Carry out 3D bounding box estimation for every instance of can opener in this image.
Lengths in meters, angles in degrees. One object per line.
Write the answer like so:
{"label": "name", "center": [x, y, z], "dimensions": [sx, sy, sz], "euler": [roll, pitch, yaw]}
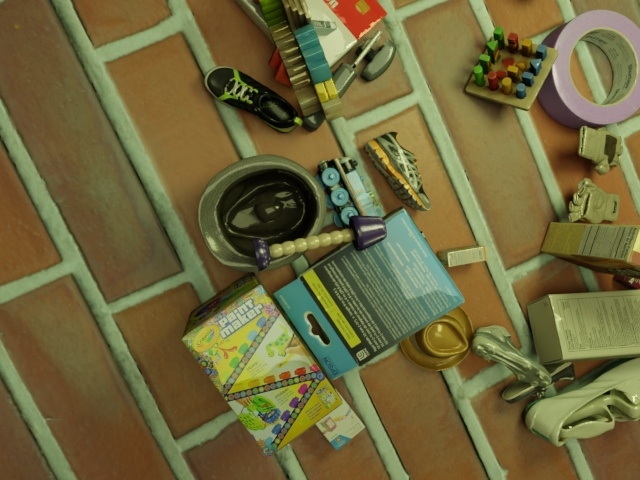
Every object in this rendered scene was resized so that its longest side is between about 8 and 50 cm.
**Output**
{"label": "can opener", "center": [0.071, -0.358, 1.286], "dimensions": [0.095, 0.076, 0.283], "euler": [36, 86, -9]}

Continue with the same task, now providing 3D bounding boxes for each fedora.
{"label": "fedora", "center": [0.288, 0.229, 1.344], "dimensions": [0.195, 0.079, 0.194], "euler": [0, 92, -11]}
{"label": "fedora", "center": [-0.128, -0.060, 1.234], "dimensions": [0.276, 0.124, 0.243], "euler": [-27, 97, -9]}

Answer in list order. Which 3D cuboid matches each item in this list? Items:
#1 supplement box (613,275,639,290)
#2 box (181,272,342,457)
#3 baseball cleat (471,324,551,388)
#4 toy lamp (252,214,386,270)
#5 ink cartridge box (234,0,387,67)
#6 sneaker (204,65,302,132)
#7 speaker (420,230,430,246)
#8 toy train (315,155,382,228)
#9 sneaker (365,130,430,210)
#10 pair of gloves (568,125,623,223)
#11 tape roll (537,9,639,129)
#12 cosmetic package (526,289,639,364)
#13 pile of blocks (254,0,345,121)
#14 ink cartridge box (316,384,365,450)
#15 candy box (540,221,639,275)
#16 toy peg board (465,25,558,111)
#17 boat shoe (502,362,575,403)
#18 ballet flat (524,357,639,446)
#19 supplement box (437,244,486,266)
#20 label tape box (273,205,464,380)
{"label": "supplement box", "center": [0.814, 0.097, 1.454], "dimensions": [0.083, 0.043, 0.054], "euler": [27, 88, -10]}
{"label": "box", "center": [-0.126, 0.233, 1.161], "dimensions": [0.177, 0.290, 0.279], "euler": [-34, 97, -7]}
{"label": "baseball cleat", "center": [0.468, 0.270, 1.357], "dimensions": [0.206, 0.072, 0.109], "euler": [30, 45, 0]}
{"label": "toy lamp", "center": [0.000, 0.000, 1.159], "dimensions": [0.275, 0.080, 0.080], "euler": [-10, 94, -8]}
{"label": "ink cartridge box", "center": [-0.025, -0.550, 1.267], "dimensions": [0.261, 0.066, 0.296], "euler": [-44, 99, -5]}
{"label": "sneaker", "center": [-0.142, -0.320, 1.236], "dimensions": [0.235, 0.097, 0.084], "euler": [26, 87, -10]}
{"label": "speaker", "center": [0.249, 0.050, 1.344], "dimensions": [0.055, 0.055, 0.136], "euler": [-27, 96, -8]}
{"label": "toy train", "center": [0.062, -0.110, 1.295], "dimensions": [0.105, 0.080, 0.184], "euler": [-27, 94, -18]}
{"label": "sneaker", "center": [0.198, -0.162, 1.314], "dimensions": [0.083, 0.084, 0.214], "euler": [-38, 97, -12]}
{"label": "pair of gloves", "center": [0.683, -0.161, 1.390], "dimensions": [0.204, 0.042, 0.239], "euler": [-5, 99, -38]}
{"label": "tape roll", "center": [0.673, -0.418, 1.389], "dimensions": [0.275, 0.090, 0.274], "euler": [0, 93, -10]}
{"label": "cosmetic package", "center": [0.689, 0.212, 1.380], "dimensions": [0.310, 0.113, 0.160], "euler": [-1, 71, -9]}
{"label": "pile of blocks", "center": [-0.066, -0.411, 1.160], "dimensions": [0.113, 0.149, 0.362], "euler": [-23, 95, 1]}
{"label": "ink cartridge box", "center": [0.030, 0.413, 1.316], "dimensions": [0.089, 0.052, 0.122], "euler": [-38, 97, -7]}
{"label": "candy box", "center": [0.681, 0.027, 1.289], "dimensions": [0.183, 0.316, 0.087], "euler": [18, 89, -11]}
{"label": "toy peg board", "center": [0.443, -0.410, 1.311], "dimensions": [0.161, 0.079, 0.161], "euler": [27, 87, 27]}
{"label": "boat shoe", "center": [0.551, 0.363, 1.400], "dimensions": [0.206, 0.075, 0.064], "euler": [-26, 93, -13]}
{"label": "ballet flat", "center": [0.711, 0.413, 1.398], "dimensions": [0.401, 0.139, 0.139], "euler": [-19, 95, -9]}
{"label": "supplement box", "center": [0.342, 0.037, 1.356], "dimensions": [0.099, 0.062, 0.036], "euler": [-9, 95, -9]}
{"label": "label tape box", "center": [0.108, 0.118, 1.277], "dimensions": [0.348, 0.115, 0.249], "euler": [-33, 94, 9]}
